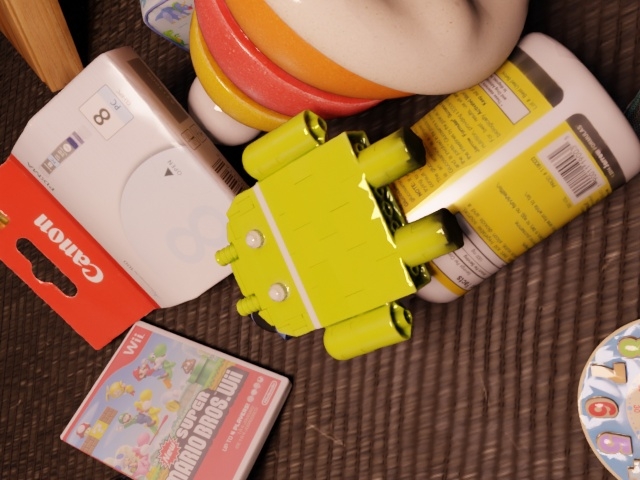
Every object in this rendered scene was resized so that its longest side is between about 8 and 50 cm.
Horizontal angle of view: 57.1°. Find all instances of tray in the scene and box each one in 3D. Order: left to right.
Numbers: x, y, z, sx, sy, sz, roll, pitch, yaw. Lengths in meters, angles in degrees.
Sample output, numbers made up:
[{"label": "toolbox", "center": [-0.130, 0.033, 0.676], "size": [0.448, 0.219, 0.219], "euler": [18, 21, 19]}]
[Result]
[{"label": "tray", "center": [-0.491, -0.440, 0.883], "size": [0.076, 0.411, 0.203], "euler": [-35, 68, -22]}]

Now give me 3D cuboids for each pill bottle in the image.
[{"label": "pill bottle", "center": [0.155, -0.051, 0.659], "size": [0.334, 0.188, 0.188], "euler": [-38, 72, 18]}]

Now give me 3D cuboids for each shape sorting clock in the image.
[{"label": "shape sorting clock", "center": [0.383, 0.180, 0.619], "size": [0.206, 0.040, 0.206], "euler": [-2, 86, 25]}]

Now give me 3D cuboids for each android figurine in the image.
[{"label": "android figurine", "center": [0.000, 0.000, 0.605], "size": [0.273, 0.056, 0.248], "euler": [-24, 88, 32]}]

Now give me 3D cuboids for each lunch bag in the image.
[{"label": "lunch bag", "center": [-0.134, -0.354, 0.818], "size": [0.219, 0.176, 0.090], "euler": [-20, 79, 23]}]

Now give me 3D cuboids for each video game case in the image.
[{"label": "video game case", "center": [-0.207, 0.244, 0.841], "size": [0.285, 0.025, 0.204], "euler": [15, 61, 25]}]

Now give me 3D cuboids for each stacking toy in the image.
[{"label": "stacking toy", "center": [-0.037, -0.248, 0.700], "size": [0.480, 0.351, 0.350], "euler": [-27, 73, 57]}]

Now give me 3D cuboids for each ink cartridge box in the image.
[{"label": "ink cartridge box", "center": [-0.301, -0.022, 0.814], "size": [0.385, 0.091, 0.308], "euler": [-35, 107, 17]}]

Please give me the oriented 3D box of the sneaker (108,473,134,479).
[{"label": "sneaker", "center": [-0.331, 0.426, 0.923], "size": [0.221, 0.083, 0.087], "euler": [-29, 89, 26]}]

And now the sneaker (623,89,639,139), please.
[{"label": "sneaker", "center": [0.366, -0.158, 0.629], "size": [0.065, 0.076, 0.166], "euler": [21, 95, 25]}]

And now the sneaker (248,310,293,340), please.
[{"label": "sneaker", "center": [-0.037, 0.017, 0.802], "size": [0.091, 0.081, 0.232], "euler": [26, 98, 19]}]
